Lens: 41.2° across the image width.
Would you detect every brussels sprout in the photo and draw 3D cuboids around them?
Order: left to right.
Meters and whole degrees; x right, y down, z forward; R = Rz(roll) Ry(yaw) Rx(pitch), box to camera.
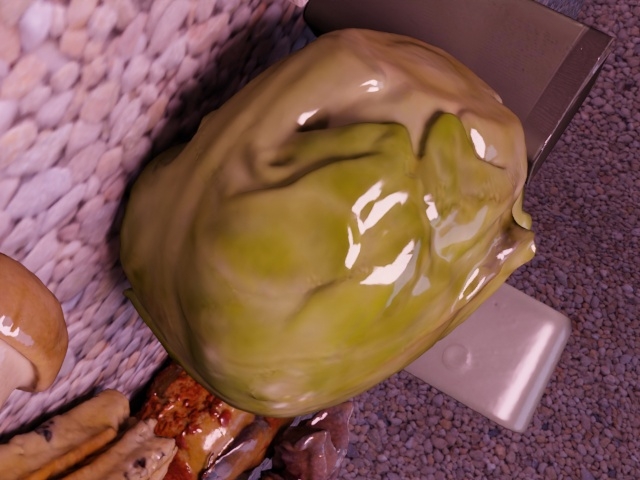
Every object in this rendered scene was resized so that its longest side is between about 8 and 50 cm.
[{"bbox_3d":[0.000,0.000,0.663,0.328,0.247,0.328,-40,163,-15],"label":"brussels sprout"}]

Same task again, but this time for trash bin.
[{"bbox_3d":[0.122,-0.170,0.773,0.122,0.240,0.164,-58,169,3],"label":"trash bin"}]

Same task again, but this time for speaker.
[{"bbox_3d":[0.169,0.107,1.301,0.184,0.406,0.183,-62,169,3],"label":"speaker"}]

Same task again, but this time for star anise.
[{"bbox_3d":[-0.032,0.260,0.927,0.212,0.073,0.197,-40,164,-46],"label":"star anise"}]

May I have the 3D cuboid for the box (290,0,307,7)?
[{"bbox_3d":[-0.008,-0.231,0.574,0.089,0.043,0.125,-53,167,-15],"label":"box"}]

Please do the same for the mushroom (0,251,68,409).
[{"bbox_3d":[-0.254,0.150,0.411,0.350,0.128,0.128,-56,169,-27],"label":"mushroom"}]

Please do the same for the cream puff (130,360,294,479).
[{"bbox_3d":[-0.129,0.215,0.975,0.240,0.164,0.240,-40,170,-9],"label":"cream puff"}]

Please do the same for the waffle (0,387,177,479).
[{"bbox_3d":[-0.289,0.326,0.752,0.376,0.114,0.261,-61,170,18],"label":"waffle"}]
